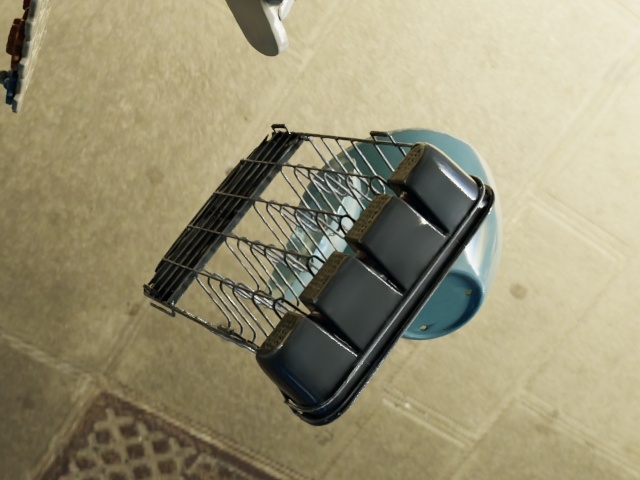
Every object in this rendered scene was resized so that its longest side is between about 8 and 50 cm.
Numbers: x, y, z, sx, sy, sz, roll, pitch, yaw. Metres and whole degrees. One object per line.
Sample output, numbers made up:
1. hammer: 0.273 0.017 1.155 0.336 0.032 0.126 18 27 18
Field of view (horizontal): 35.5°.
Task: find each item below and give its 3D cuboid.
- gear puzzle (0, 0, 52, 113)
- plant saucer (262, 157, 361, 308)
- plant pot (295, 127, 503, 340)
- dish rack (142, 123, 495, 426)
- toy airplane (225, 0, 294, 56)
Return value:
1. gear puzzle: -0.377 -0.320 1.296 0.044 0.175 0.339 16 146 -14
2. plant saucer: 0.000 0.000 1.119 0.037 0.195 0.195 31 105 -9
3. plant pot: 0.128 0.021 1.361 0.290 0.195 0.290 -9 134 -9
4. dish rack: -0.022 0.005 0.758 0.074 0.271 0.208 46 74 -28
5. toy airplane: -0.148 -0.475 1.313 0.272 0.386 0.384 -32 70 -14
